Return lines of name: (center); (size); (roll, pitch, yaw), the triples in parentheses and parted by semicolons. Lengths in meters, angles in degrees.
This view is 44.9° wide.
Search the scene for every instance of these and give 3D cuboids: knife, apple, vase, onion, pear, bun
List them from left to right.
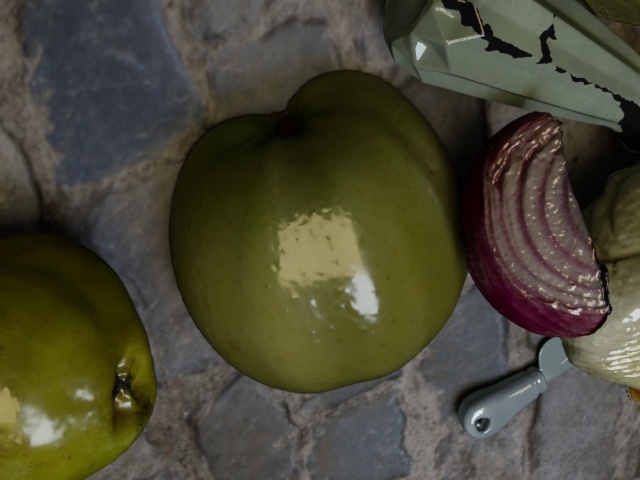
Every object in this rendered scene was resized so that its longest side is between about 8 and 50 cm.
pear: (-0.365, 0.127, 0.832); (0.375, 0.287, 0.287); (17, 115, 4)
apple: (0.000, 0.000, 0.941); (0.311, 0.320, 0.360); (6, 130, 36)
onion: (0.211, 0.001, 0.886); (0.111, 0.247, 0.250); (-16, 85, -9)
vase: (0.249, -0.207, 0.852); (0.360, 0.165, 0.165); (17, 113, -25)
knife: (0.345, 0.180, 1.144); (0.331, 0.044, 0.080); (-34, 113, 0)
bun: (0.444, 0.021, 0.960); (0.348, 0.227, 0.352); (-12, 136, -6)

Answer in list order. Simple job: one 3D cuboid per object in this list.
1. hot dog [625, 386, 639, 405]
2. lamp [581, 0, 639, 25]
hot dog: (0.578, 0.219, 1.189); (0.268, 0.075, 0.144); (22, 114, -19)
lamp: (0.334, -0.328, 0.692); (0.284, 0.250, 0.250); (-38, 119, 23)
